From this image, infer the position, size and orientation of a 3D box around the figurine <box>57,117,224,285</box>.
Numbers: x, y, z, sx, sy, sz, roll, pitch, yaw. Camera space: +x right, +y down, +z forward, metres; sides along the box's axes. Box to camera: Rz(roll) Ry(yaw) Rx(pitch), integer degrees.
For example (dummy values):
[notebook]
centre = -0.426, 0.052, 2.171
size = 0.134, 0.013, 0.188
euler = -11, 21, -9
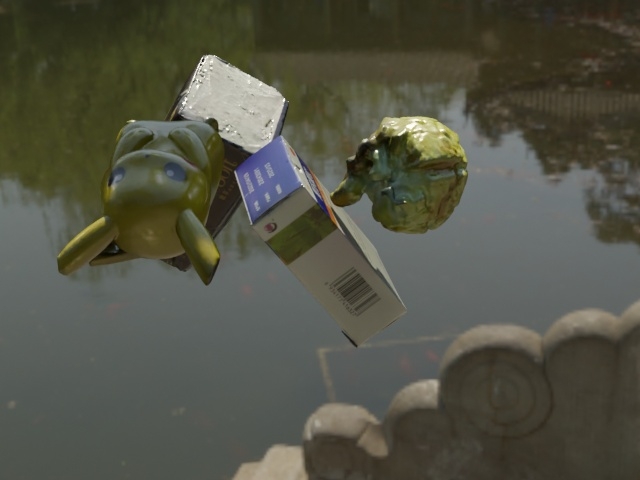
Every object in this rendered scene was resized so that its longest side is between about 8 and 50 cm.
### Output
[figurine]
centre = -0.235, -0.062, 1.374
size = 0.218, 0.169, 0.327
euler = -4, 24, 4

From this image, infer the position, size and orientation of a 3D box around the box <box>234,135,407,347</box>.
[box]
centre = 0.000, 0.000, 1.582
size = 0.106, 0.299, 0.200
euler = -35, 30, 7

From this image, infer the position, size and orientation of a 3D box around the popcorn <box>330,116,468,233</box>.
[popcorn]
centre = 0.118, -0.095, 1.499
size = 0.212, 0.198, 0.198
euler = 2, 20, 9

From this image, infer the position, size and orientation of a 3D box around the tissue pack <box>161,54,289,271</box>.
[tissue pack]
centre = -0.229, -0.134, 1.843
size = 0.198, 0.370, 0.210
euler = 25, 44, -15
